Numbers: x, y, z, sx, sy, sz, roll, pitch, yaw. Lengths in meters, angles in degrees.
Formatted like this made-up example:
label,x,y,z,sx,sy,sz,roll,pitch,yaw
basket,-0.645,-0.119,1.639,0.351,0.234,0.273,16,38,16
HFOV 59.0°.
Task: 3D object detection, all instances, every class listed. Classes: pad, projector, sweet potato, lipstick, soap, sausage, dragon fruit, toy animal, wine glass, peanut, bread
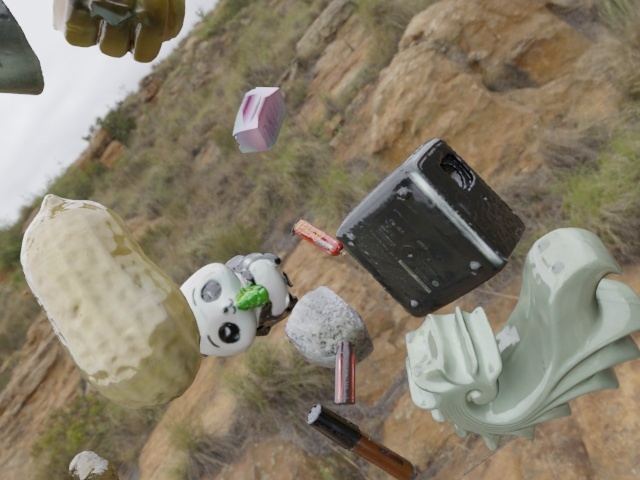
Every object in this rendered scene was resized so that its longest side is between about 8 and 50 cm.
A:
label,x,y,z,sx,sy,sz,roll,pitch,yaw
pad,0.421,0.448,1.292,0.235,0.003,0.158,-43,-15,13
projector,0.303,-0.019,1.653,0.242,0.395,0.405,-46,2,-43
sweet potato,-0.550,0.585,1.369,0.097,0.124,0.310,-64,16,-13
lipstick,0.131,0.613,1.689,0.077,0.418,0.077,-44,22,23
soap,-0.119,-0.239,1.120,0.056,0.100,0.149,3,55,18
sausage,0.000,0.000,1.334,0.050,0.145,0.048,-35,-33,-40
dragon fruit,0.030,0.326,1.868,0.204,0.282,0.221,-38,39,-18
toy animal,-0.194,0.143,1.287,0.213,0.212,0.267,-36,-5,39
wine glass,-0.719,-0.264,0.959,0.406,0.267,0.267,-48,13,-29
peanut,-0.279,0.066,0.743,0.158,0.340,0.174,-40,-9,22
bread,-0.533,-0.629,1.525,0.300,0.342,0.210,-55,37,32

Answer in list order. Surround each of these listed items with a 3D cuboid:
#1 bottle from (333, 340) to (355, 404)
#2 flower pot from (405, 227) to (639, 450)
label,x,y,z,sx,sy,sz,roll,pitch,yaw
bottle,0.063,0.348,1.494,0.060,0.060,0.164,-28,54,53
flower pot,0.323,0.165,0.879,0.367,0.254,0.164,-42,27,23
